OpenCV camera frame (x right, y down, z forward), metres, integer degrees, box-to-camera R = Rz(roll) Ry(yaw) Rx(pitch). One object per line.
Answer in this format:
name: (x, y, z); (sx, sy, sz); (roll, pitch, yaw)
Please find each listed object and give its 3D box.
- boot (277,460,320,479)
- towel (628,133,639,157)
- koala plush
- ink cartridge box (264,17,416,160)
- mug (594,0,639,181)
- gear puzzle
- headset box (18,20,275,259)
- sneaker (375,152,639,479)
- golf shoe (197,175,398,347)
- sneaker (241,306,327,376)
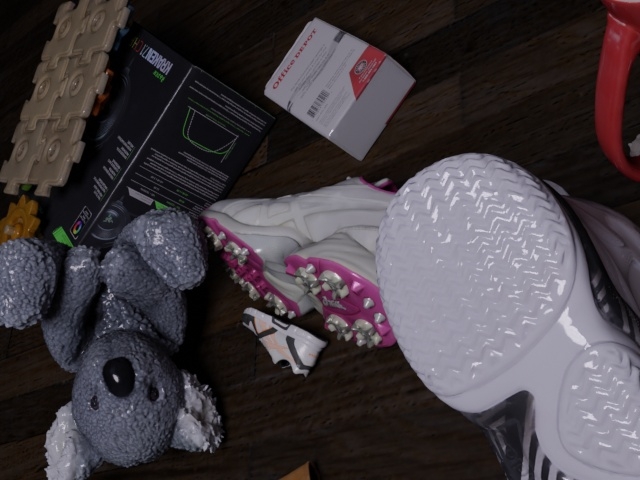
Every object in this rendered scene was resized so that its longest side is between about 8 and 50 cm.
boot: (-0.131, 0.257, 0.697); (0.280, 0.096, 0.264); (-31, 25, 5)
towel: (0.346, -0.087, 0.488); (0.282, 0.049, 0.187); (-42, 44, 21)
koala plush: (-0.189, 0.112, 0.785); (0.203, 0.196, 0.221); (120, 135, -69)
ink cartridge box: (0.017, -0.157, 0.834); (0.099, 0.056, 0.135); (-55, 43, 7)
mug: (0.223, -0.112, 0.461); (0.113, 0.169, 0.150); (18, 82, 48)
gear puzzle: (-0.297, -0.125, 0.942); (0.175, 0.044, 0.339); (6, 76, 45)
headset box: (-0.228, -0.097, 0.984); (0.283, 0.131, 0.246); (-56, 42, 7)
sneaker: (0.174, 0.118, 0.473); (0.137, 0.210, 0.366); (-28, 80, 32)
golf shoe: (0.000, 0.000, 0.751); (0.140, 0.115, 0.306); (-45, 35, -20)
sneaker: (-0.042, 0.094, 0.770); (0.109, 0.040, 0.044); (19, 84, 48)
